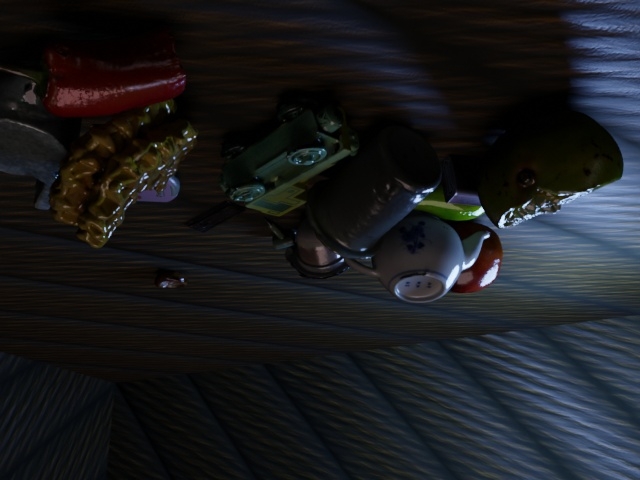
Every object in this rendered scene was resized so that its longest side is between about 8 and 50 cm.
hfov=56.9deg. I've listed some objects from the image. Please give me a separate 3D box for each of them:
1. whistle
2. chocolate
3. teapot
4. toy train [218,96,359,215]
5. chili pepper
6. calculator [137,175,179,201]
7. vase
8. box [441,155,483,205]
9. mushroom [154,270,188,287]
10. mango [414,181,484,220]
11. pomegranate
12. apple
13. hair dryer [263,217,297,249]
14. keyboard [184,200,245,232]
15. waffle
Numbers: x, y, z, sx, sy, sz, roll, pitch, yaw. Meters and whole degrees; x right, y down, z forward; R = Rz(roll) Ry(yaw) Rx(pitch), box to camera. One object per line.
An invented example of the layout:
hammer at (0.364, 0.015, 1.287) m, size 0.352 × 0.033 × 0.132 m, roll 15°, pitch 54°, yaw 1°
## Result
whistle at (-0.559, -0.208, 1.189) m, size 0.188 × 0.168 × 0.405 m, roll -2°, pitch 155°, yaw 0°
chocolate at (-0.007, -0.004, 1.721) m, size 0.221 × 0.221 × 0.147 m, roll -10°, pitch 129°, yaw 14°
teapot at (0.264, 0.019, 1.640) m, size 0.424 × 0.280 × 0.252 m, roll 1°, pitch 144°, yaw 2°
toy train at (-0.060, -0.184, 1.336) m, size 0.369 × 0.150 × 0.237 m, roll -24°, pitch 156°, yaw 38°
chili pepper at (-0.406, -0.271, 0.991) m, size 0.338 × 0.134 × 0.131 m, roll -17°, pitch 173°, yaw -25°
calculator at (-0.478, -0.146, 1.479) m, size 0.246 × 0.045 × 0.141 m, roll 3°, pitch 154°, yaw -11°
vase at (0.139, -0.119, 1.411) m, size 0.245 × 0.245 × 0.291 m, roll 13°, pitch 144°, yaw -31°
box at (0.420, -0.144, 1.496) m, size 0.224 × 0.120 × 0.069 m, roll 6°, pitch 151°, yaw -16°
mushroom at (-0.523, 0.137, 2.074) m, size 0.123 × 0.052 × 0.123 m, roll -1°, pitch 163°, yaw 0°
mango at (0.335, -0.109, 1.570) m, size 0.233 × 0.111 × 0.125 m, roll -1°, pitch 150°, yaw -7°
pomegranate at (0.516, -0.178, 1.353) m, size 0.310 × 0.216 × 0.358 m, roll -31°, pitch 174°, yaw 39°
apple at (0.442, 0.051, 1.804) m, size 0.201 × 0.218 × 0.218 m, roll 0°, pitch 155°, yaw -1°
hair dryer at (-0.131, -0.029, 1.787) m, size 0.071 × 0.047 × 0.150 m, roll -15°, pitch 142°, yaw 20°
keyboard at (-0.306, -0.065, 1.706) m, size 0.196 × 0.015 × 0.074 m, roll -23°, pitch 148°, yaw 36°
waffle at (-0.383, -0.149, 1.170) m, size 0.151 × 0.324 × 0.261 m, roll 35°, pitch 129°, yaw -6°
